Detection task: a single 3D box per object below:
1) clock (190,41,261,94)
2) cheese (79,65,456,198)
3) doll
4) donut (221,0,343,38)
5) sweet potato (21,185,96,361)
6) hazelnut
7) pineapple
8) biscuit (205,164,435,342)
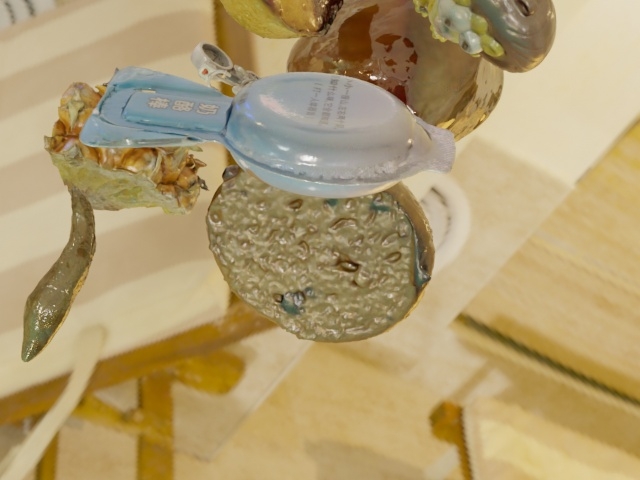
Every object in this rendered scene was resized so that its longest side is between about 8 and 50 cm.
[{"bbox_3d":[-0.145,-0.260,2.035,0.129,0.041,0.087,29,28,-24],"label":"clock"},{"bbox_3d":[-0.030,-0.076,0.872,0.245,0.052,0.135,8,31,3],"label":"cheese"},{"bbox_3d":[0.157,-0.217,1.259,0.096,0.188,0.145,-37,84,-17],"label":"doll"},{"bbox_3d":[-0.049,-0.377,1.987,0.295,0.112,0.151,-25,102,-50],"label":"donut"},{"bbox_3d":[-0.217,0.032,1.081,0.041,0.153,0.038,20,0,11],"label":"sweet potato"},{"bbox_3d":[0.130,-0.297,2.210,0.366,0.366,0.366,28,31,-19],"label":"hazelnut"},{"bbox_3d":[-0.262,-0.100,1.679,0.236,0.186,0.114,38,56,-33],"label":"pineapple"},{"bbox_3d":[0.001,0.000,1.615,0.296,0.296,0.075,36,31,-6],"label":"biscuit"}]
